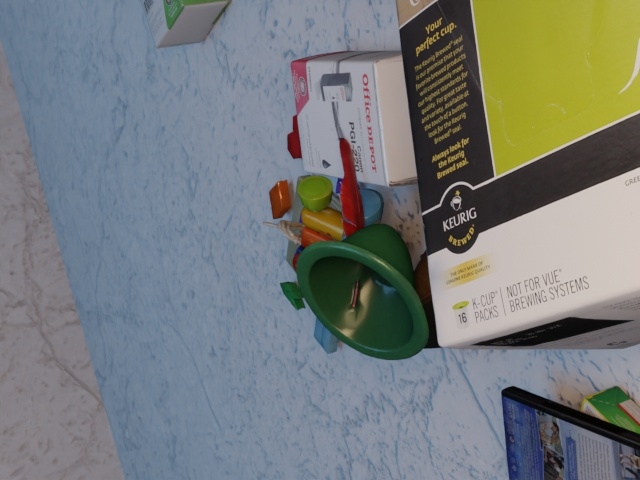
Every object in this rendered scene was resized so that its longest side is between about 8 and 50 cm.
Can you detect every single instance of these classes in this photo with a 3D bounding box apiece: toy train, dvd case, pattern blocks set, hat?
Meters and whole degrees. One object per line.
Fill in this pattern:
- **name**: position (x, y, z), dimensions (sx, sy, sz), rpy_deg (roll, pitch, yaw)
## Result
- **toy train**: position (-0.004, -0.028, 1.472), dimensions (0.248, 0.105, 0.143), rpy_deg (25, 144, 34)
- **dvd case**: position (0.281, 0.267, 1.148), dimensions (0.253, 0.022, 0.180), rpy_deg (15, 115, 60)
- **pattern blocks set**: position (0.000, 0.000, 1.660), dimensions (0.285, 0.026, 0.325), rpy_deg (56, 147, 33)
- **hat**: position (0.084, 0.008, 1.318), dimensions (0.173, 0.183, 0.208), rpy_deg (0, 129, 40)

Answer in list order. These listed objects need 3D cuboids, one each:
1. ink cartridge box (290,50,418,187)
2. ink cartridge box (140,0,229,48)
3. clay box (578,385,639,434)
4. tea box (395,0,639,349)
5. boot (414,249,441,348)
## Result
- **ink cartridge box**: position (0.057, -0.160, 1.409), dimensions (0.218, 0.092, 0.158), rpy_deg (14, 115, 58)
- **ink cartridge box**: position (-0.247, -0.457, 1.835), dimensions (0.160, 0.092, 0.219), rpy_deg (-34, 72, 61)
- **clay box**: position (0.313, 0.281, 1.177), dimensions (0.127, 0.053, 0.222), rpy_deg (49, 144, 42)
- **tea box**: position (0.248, -0.102, 0.830), dimensions (0.329, 0.220, 0.323), rpy_deg (-25, 67, 54)
- **boot**: position (0.158, 0.046, 1.341), dimensions (0.305, 0.112, 0.115), rpy_deg (126, 150, -57)
